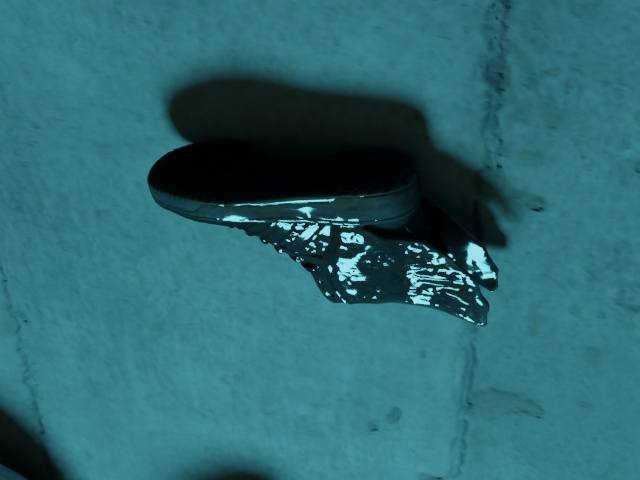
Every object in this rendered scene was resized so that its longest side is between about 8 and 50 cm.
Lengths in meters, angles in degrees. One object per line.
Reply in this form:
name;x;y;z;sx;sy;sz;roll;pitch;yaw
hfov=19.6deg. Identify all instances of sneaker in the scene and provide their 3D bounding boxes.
sneaker;0.001;-0.002;0.932;0.170;0.051;0.089;1;132;18

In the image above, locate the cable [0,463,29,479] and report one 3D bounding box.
cable;-0.297;0.218;1.273;0.257;0.089;0.257;20;141;-15
